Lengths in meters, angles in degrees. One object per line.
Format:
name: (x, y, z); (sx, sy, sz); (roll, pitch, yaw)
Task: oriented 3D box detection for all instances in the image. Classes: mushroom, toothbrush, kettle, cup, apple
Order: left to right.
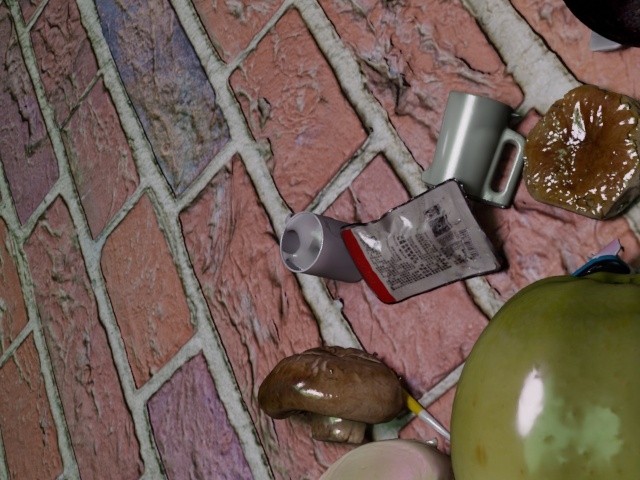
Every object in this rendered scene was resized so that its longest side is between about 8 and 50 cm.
mushroom: (-0.016, 0.239, 1.432); (0.286, 0.151, 0.156); (-11, 75, 48)
cup: (0.007, -0.003, 1.496); (0.099, 0.133, 0.136); (-36, 57, 35)
toothbrush: (0.138, 0.249, 1.381); (0.288, 0.024, 0.021); (40, 112, 43)
kettle: (0.230, -0.134, 1.350); (0.098, 0.127, 0.148); (-142, 67, -77)
apple: (0.311, 0.200, 0.990); (0.357, 0.357, 0.357); (-13, 71, 42)

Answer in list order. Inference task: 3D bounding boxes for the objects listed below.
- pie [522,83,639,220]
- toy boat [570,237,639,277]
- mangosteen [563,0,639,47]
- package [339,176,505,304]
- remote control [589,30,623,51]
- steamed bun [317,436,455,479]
pie: (0.361, -0.123, 1.236); (0.195, 0.046, 0.195); (-14, 69, 41)
toy boat: (0.307, 0.128, 1.200); (0.299, 0.134, 0.092); (-46, 15, 30)
mangosteen: (0.417, -0.382, 1.124); (0.275, 0.275, 0.302); (-45, 17, 28)
package: (0.145, 0.010, 1.372); (0.239, 0.030, 0.154); (-23, 103, 38)
remote control: (0.410, -0.346, 1.260); (0.050, 0.027, 0.184); (3, 78, 44)
steamed bun: (0.102, 0.357, 1.296); (0.239, 0.170, 0.152); (-18, 52, 38)
